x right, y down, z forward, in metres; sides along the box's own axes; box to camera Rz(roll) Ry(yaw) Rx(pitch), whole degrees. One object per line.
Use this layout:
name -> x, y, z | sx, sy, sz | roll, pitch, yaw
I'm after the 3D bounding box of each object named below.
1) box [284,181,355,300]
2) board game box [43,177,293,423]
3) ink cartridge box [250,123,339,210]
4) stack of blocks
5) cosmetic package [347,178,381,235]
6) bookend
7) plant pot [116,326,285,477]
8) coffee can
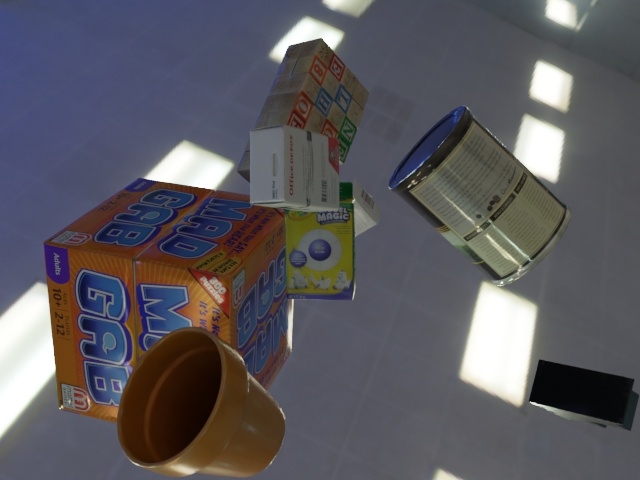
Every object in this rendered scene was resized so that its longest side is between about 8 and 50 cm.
box -> 0.000, 0.000, 1.307 | 0.105, 0.179, 0.043 | 0, -165, 5
board game box -> -0.272, 0.123, 1.687 | 0.356, 0.357, 0.356 | 9, -155, 14
ink cartridge box -> -0.032, -0.091, 1.128 | 0.056, 0.099, 0.135 | -2, 176, 32
stack of blocks -> -0.027, -0.207, 1.629 | 0.171, 0.087, 0.297 | 43, -123, -40
cosmetic package -> 0.032, -0.052, 2.265 | 0.117, 0.231, 0.085 | 47, -148, -20
bookend -> 0.443, 0.256, 1.391 | 0.157, 0.072, 0.156 | 8, 165, 42
plant pot -> -0.156, 0.255, 1.261 | 0.188, 0.205, 0.205 | 39, -159, -42
coffee can -> 0.291, -0.080, 1.596 | 0.275, 0.201, 0.201 | 42, -146, -9
